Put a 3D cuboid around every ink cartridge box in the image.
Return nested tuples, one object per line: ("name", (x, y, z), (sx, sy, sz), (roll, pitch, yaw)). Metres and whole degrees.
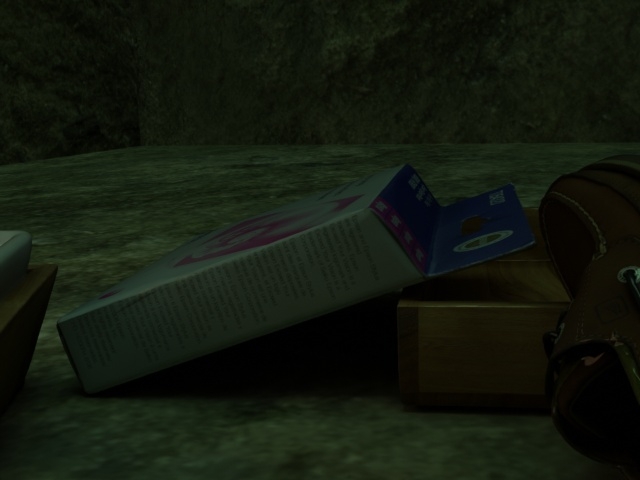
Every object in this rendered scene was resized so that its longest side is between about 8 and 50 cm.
("ink cartridge box", (0.000, 0.000, 0.715), (0.330, 0.072, 0.324), (-20, 6, 12))

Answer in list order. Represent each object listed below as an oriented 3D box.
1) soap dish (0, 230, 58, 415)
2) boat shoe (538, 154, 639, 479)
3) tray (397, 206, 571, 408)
("soap dish", (-0.322, 0.070, 0.518), (0.290, 0.118, 0.229), (-4, 10, -7))
("boat shoe", (0.154, 0.050, 0.406), (0.104, 0.111, 0.307), (-20, 27, 1))
("tray", (0.183, 0.037, 0.725), (0.202, 0.076, 0.411), (-1, 10, 10))
